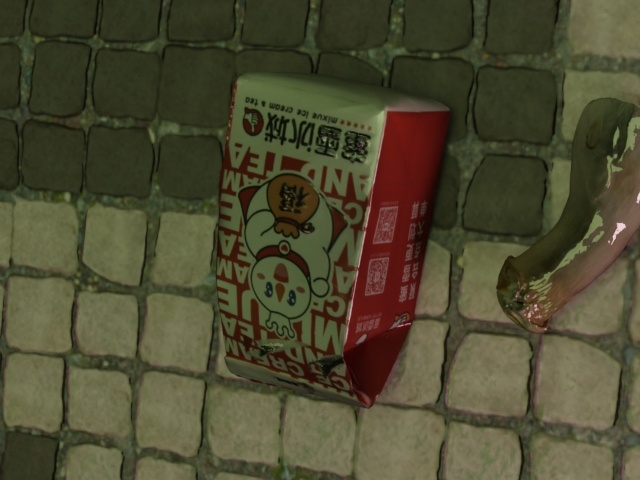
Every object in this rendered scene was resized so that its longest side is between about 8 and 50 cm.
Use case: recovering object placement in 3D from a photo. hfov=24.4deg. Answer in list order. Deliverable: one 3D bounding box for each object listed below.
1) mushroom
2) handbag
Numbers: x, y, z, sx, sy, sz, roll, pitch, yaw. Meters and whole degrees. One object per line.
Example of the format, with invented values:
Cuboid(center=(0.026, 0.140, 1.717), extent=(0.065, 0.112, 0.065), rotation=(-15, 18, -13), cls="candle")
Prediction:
Cuboid(center=(0.232, -0.018, 1.295), extent=(0.092, 0.081, 0.223), rotation=(27, 103, 3), cls="mushroom")
Cuboid(center=(0.000, 0.000, 1.368), extent=(0.171, 0.151, 0.298), rotation=(16, 103, 27), cls="handbag")
